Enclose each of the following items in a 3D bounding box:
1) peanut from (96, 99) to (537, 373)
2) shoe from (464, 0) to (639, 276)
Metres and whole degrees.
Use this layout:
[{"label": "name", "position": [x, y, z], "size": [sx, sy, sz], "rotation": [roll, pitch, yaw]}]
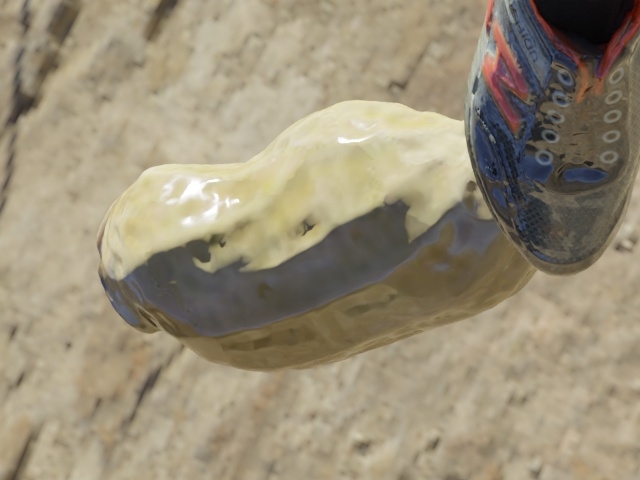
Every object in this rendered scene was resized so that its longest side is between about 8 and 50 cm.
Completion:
[{"label": "peanut", "position": [0.003, 0.005, 1.400], "size": [0.340, 0.174, 0.158], "rotation": [-23, 35, 20]}, {"label": "shoe", "position": [0.095, -0.065, 0.771], "size": [0.077, 0.074, 0.194], "rotation": [-89, 0, -62]}]
